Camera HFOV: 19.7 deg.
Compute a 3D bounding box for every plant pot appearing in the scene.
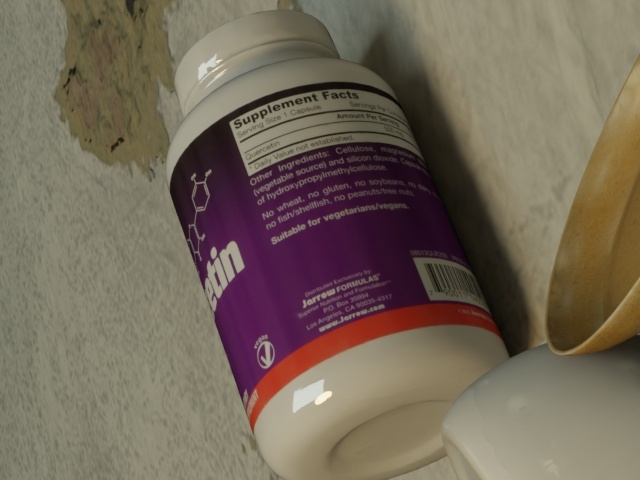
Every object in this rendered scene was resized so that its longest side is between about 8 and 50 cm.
[{"bbox_3d":[0.175,-0.047,0.905,0.236,0.032,0.236,-157,90,-85],"label":"plant pot"}]

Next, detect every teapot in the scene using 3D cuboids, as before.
[{"bbox_3d":[0.191,0.141,0.962,0.256,0.187,0.252,59,175,11],"label":"teapot"}]

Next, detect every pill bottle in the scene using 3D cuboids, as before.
[{"bbox_3d":[0.000,0.000,1.301,0.323,0.182,0.181,68,149,29],"label":"pill bottle"}]
